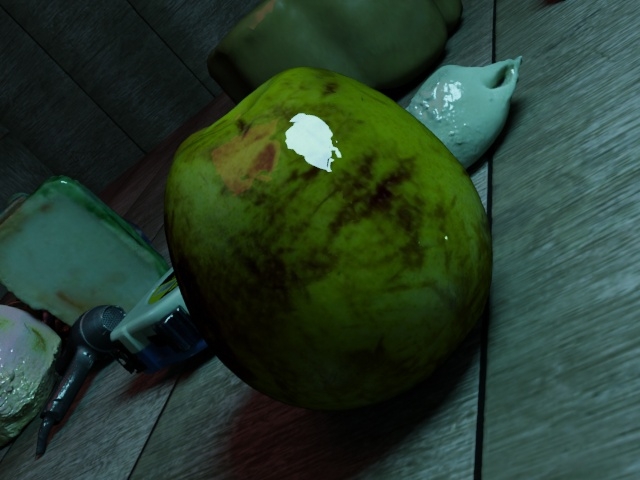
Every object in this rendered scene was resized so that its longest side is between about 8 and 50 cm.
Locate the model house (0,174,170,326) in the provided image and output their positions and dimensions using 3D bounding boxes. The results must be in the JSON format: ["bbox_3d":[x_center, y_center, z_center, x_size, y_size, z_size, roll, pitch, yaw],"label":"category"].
[{"bbox_3d":[-0.485,0.015,1.499,0.245,0.312,0.280,-46,21,1],"label":"model house"}]

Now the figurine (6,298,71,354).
[{"bbox_3d":[-0.612,0.166,1.653,0.161,0.158,0.275,-33,20,1],"label":"figurine"}]

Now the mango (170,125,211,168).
[{"bbox_3d":[-0.068,-0.093,1.017,0.332,0.142,0.195,2,25,38],"label":"mango"}]

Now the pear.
[{"bbox_3d":[0.000,0.000,0.626,0.283,0.283,0.283,-37,19,16],"label":"pear"}]

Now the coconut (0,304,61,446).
[{"bbox_3d":[-0.602,0.241,1.407,0.233,0.233,0.245,-31,29,30],"label":"coconut"}]

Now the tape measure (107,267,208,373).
[{"bbox_3d":[-0.143,0.038,1.095,0.215,0.098,0.351,-27,22,43],"label":"tape measure"}]

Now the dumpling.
[{"bbox_3d":[0.144,-0.142,0.886,0.219,0.108,0.152,-41,19,-3],"label":"dumpling"}]

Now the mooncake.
[{"bbox_3d":[0.025,-0.380,1.402,0.467,0.262,0.467,-37,16,13],"label":"mooncake"}]

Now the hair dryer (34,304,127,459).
[{"bbox_3d":[-0.432,0.242,1.263,0.235,0.091,0.271,-39,21,41],"label":"hair dryer"}]
